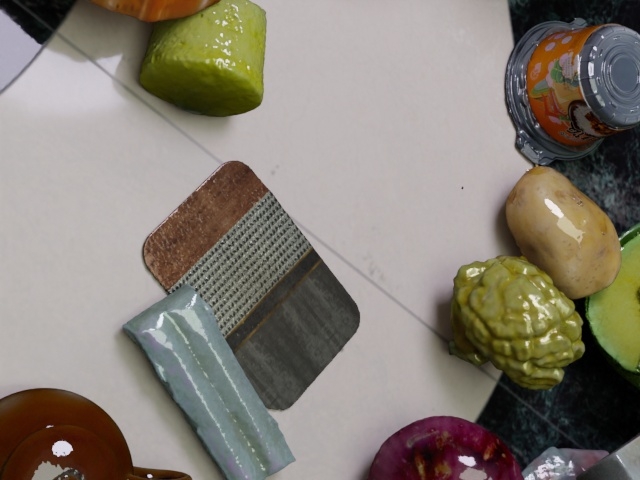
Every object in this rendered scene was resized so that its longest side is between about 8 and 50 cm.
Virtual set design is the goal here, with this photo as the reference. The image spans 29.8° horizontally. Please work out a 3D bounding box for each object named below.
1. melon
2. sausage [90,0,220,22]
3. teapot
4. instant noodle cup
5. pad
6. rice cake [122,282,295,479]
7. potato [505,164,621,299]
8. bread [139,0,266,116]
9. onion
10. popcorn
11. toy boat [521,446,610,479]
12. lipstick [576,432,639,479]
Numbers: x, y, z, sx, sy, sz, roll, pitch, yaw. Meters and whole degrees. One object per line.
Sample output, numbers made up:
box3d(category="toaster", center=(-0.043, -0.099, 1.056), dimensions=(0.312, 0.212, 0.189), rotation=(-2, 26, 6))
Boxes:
box3d(category="melon", center=(0.429, 0.093, 1.535), dimensions=(0.265, 0.129, 0.169), rotation=(-57, 133, -24))
box3d(category="sausage", center=(-0.136, -0.381, 1.103), dimensions=(0.233, 0.287, 0.233), rotation=(13, 54, -19))
box3d(category="teapot", center=(-0.233, 0.231, 1.126), dimensions=(0.252, 0.135, 0.178), rotation=(7, 87, -29))
box3d(category="instant noodle cup", center=(0.336, -0.194, 1.490), dimensions=(0.178, 0.125, 0.208), rotation=(19, 78, -28))
box3d(category="pad", center=(-0.007, -0.003, 1.318), dimensions=(0.323, 0.055, 0.250), rotation=(-41, 107, -7))
box3d(category="rice cake", center=(-0.112, 0.159, 1.251), dimensions=(0.085, 0.040, 0.226), rotation=(-35, 105, -22))
box3d(category="potato", center=(0.294, -0.010, 1.462), dimensions=(0.118, 0.109, 0.178), rotation=(-41, 101, -21))
box3d(category="bread", center=(-0.114, -0.194, 1.246), dimensions=(0.129, 0.111, 0.114), rotation=(18, 70, -32))
box3d(category="onion", center=(0.137, 0.280, 1.331), dimensions=(0.177, 0.153, 0.177), rotation=(-7, 107, -26))
box3d(category="popcorn", center=(0.232, 0.093, 1.398), dimensions=(0.173, 0.173, 0.142), rotation=(32, 80, -24))
box3d(category="toy boat", center=(0.258, 0.370, 1.443), dimensions=(0.282, 0.096, 0.206), rotation=(-21, 91, -17))
box3d(category="lipstick", center=(0.458, 0.245, 1.497), dimensions=(0.371, 0.080, 0.076), rotation=(-18, 69, -43))
